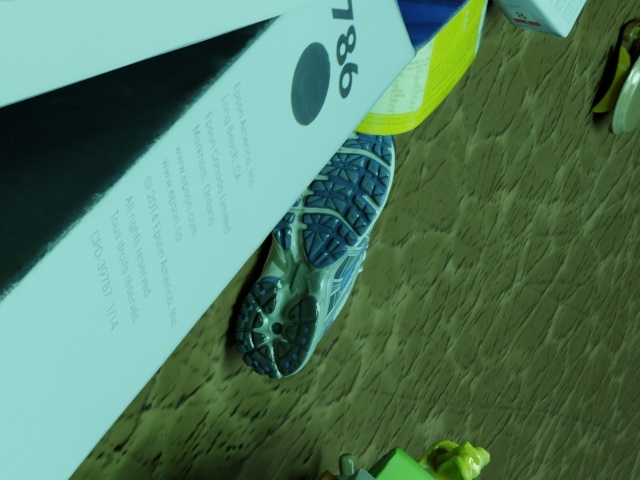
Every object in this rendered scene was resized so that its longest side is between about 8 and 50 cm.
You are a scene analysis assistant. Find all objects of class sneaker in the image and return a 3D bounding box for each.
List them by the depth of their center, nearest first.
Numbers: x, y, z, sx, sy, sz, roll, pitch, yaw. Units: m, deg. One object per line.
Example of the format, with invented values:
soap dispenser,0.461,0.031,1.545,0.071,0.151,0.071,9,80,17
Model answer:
sneaker,0.000,0.000,0.843,0.135,0.052,0.058,-64,167,13

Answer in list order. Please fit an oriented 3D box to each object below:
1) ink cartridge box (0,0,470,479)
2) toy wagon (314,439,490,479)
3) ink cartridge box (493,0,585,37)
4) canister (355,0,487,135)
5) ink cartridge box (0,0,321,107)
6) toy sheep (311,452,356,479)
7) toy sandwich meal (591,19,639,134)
ink cartridge box,-0.098,-0.023,0.433,0.333,0.165,0.065,-52,145,-46
toy wagon,-0.039,0.201,0.798,0.344,0.068,0.267,-47,178,-38
ink cartridge box,0.110,-0.211,0.900,0.179,0.045,0.145,39,77,-47
canister,0.039,-0.144,0.739,0.126,0.073,0.170,-50,155,-51
ink cartridge box,-0.079,-0.182,0.317,0.223,0.129,0.307,-22,136,-27
toy sheep,0.012,0.172,0.972,0.132,0.091,0.091,-15,128,-38
toy sandwich meal,0.218,-0.115,1.206,0.085,0.029,0.085,-48,155,-31
